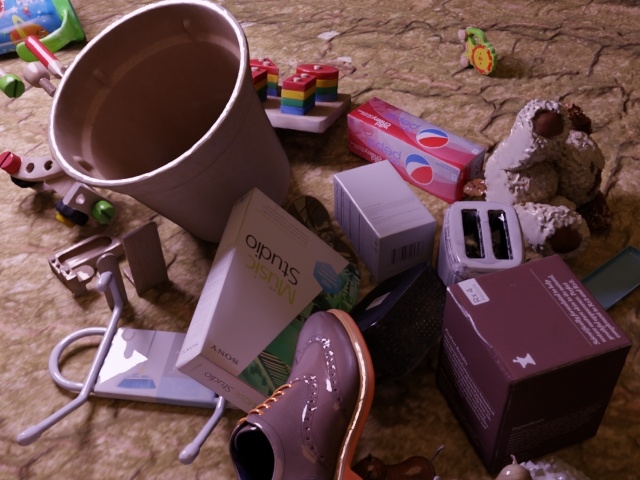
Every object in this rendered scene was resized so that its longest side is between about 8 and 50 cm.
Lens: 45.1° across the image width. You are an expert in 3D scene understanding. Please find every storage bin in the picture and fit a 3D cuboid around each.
[{"bbox_3d":[0.100,0.119,1.083,0.084,0.122,0.180,54,44,-6],"label":"storage bin"}]

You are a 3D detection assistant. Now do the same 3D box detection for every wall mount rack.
[{"bbox_3d":[-0.235,0.183,1.052,0.350,0.130,0.304,4,46,7],"label":"wall mount rack"}]

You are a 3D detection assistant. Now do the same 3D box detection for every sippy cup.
[{"bbox_3d":[-0.702,-0.546,1.798,0.224,0.240,0.305,-23,24,-8],"label":"sippy cup"}]

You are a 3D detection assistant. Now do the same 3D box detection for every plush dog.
[{"bbox_3d":[0.392,-0.109,1.318,0.225,0.262,0.210,-14,6,-28],"label":"plush dog"}]

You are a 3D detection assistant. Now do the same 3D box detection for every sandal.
[{"bbox_3d":[0.000,0.000,1.306,0.072,0.049,0.180,-28,63,-18],"label":"sandal"}]

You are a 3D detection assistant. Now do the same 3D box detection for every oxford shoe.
[{"bbox_3d":[-0.025,0.204,0.887,0.133,0.130,0.363,25,36,-16],"label":"oxford shoe"}]

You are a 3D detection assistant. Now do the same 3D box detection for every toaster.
[{"bbox_3d":[0.243,0.043,1.174,0.129,0.146,0.227,2,43,5],"label":"toaster"}]

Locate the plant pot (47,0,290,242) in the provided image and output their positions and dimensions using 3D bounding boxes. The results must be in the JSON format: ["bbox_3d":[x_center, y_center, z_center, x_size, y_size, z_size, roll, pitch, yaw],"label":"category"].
[{"bbox_3d":[-0.205,-0.158,1.245,0.334,0.305,0.334,-10,61,18],"label":"plant pot"}]

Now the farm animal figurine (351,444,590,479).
[{"bbox_3d":[0.144,0.349,0.815,0.327,0.172,0.330,5,40,6],"label":"farm animal figurine"}]

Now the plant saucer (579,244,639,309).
[{"bbox_3d":[0.464,0.069,1.234,0.192,0.018,0.067,-29,50,-26],"label":"plant saucer"}]

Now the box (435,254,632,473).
[{"bbox_3d":[0.265,0.161,1.006,0.167,0.203,0.168,-14,45,-14],"label":"box"}]

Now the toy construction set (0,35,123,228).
[{"bbox_3d":[-0.412,-0.167,1.328,0.257,0.309,0.237,-35,57,-20],"label":"toy construction set"}]

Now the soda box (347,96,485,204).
[{"bbox_3d":[0.174,-0.171,1.446,0.263,0.092,0.083,31,53,30],"label":"soda box"}]

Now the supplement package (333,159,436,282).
[{"bbox_3d":[0.103,-0.036,1.293,0.105,0.105,0.179,-17,45,-15],"label":"supplement package"}]

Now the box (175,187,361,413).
[{"bbox_3d":[-0.055,0.103,1.083,0.232,0.058,0.322,38,40,-23],"label":"box"}]

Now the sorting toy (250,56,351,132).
[{"bbox_3d":[-0.086,-0.303,1.538,0.257,0.089,0.255,9,23,12],"label":"sorting toy"}]

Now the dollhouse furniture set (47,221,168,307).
[{"bbox_3d":[-0.354,0.010,1.243,0.144,0.123,0.151,-29,49,-26],"label":"dollhouse furniture set"}]

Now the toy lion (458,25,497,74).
[{"bbox_3d":[0.352,-0.419,1.707,0.034,0.100,0.096,-25,29,-26],"label":"toy lion"}]
